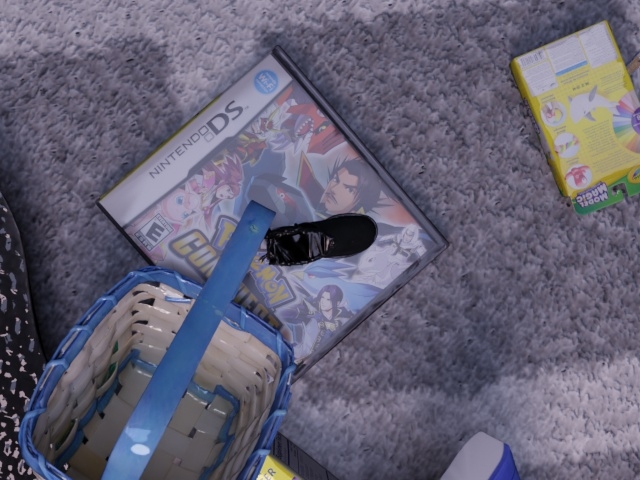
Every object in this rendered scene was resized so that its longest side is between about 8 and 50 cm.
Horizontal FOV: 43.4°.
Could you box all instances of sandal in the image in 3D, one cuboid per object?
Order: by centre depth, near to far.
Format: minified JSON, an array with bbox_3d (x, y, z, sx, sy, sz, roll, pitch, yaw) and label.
[{"bbox_3d":[-0.339,0.113,0.781,0.167,0.107,0.446,-23,104,-23],"label":"sandal"}]

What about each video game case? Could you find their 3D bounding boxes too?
[{"bbox_3d":[-0.048,-0.018,0.833,0.248,0.035,0.275,-41,92,-2],"label":"video game case"}]

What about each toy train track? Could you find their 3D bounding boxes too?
[{"bbox_3d":[0.333,-0.183,0.863,0.048,0.014,0.083,44,87,-2],"label":"toy train track"}]

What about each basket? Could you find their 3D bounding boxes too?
[{"bbox_3d":[-0.129,0.131,0.681,0.201,0.289,0.255,31,44,-5],"label":"basket"}]

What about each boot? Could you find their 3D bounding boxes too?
[{"bbox_3d":[0.000,-0.001,0.768,0.121,0.099,0.045,-6,92,-3],"label":"boot"}]

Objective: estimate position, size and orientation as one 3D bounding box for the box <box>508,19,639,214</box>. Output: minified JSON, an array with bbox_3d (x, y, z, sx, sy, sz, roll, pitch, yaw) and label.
[{"bbox_3d":[0.280,-0.125,0.840,0.105,0.043,0.179,-22,89,6],"label":"box"}]

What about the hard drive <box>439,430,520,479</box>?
[{"bbox_3d":[0.127,0.336,0.707,0.210,0.040,0.319,-48,137,-23],"label":"hard drive"}]

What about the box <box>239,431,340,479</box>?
[{"bbox_3d":[-0.030,0.346,0.793,0.243,0.117,0.214,40,88,-2],"label":"box"}]
